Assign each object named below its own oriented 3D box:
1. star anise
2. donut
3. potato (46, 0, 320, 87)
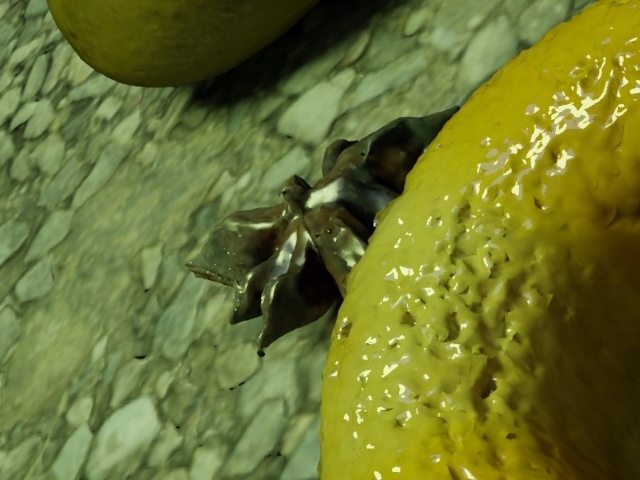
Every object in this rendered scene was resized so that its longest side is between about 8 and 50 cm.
[{"bbox_3d":[-0.007,0.000,0.742,0.129,0.056,0.124,-16,35,39],"label":"star anise"},{"bbox_3d":[0.114,0.037,0.511,0.303,0.110,0.303,-31,39,29],"label":"donut"},{"bbox_3d":[-0.074,-0.152,0.892,0.158,0.178,0.203,-57,47,21],"label":"potato"}]
